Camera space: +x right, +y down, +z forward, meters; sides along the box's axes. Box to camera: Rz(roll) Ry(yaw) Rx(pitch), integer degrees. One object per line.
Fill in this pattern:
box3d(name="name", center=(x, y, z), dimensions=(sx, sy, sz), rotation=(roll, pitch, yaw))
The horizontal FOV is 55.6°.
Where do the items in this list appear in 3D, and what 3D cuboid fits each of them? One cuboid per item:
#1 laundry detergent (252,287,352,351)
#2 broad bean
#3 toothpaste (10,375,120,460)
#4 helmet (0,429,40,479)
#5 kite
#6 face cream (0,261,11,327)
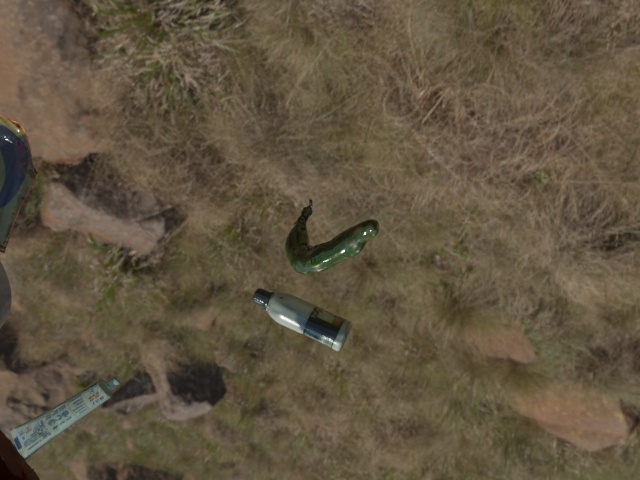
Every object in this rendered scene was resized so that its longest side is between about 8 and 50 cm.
box3d(name="laundry detergent", center=(-0.044, 0.166, 1.333), dimensions=(0.226, 0.099, 0.070), rotation=(24, 106, 8))
box3d(name="broad bean", center=(0.000, 0.000, 1.123), dimensions=(0.049, 0.144, 0.292), rotation=(33, 175, -26))
box3d(name="toothpaste", center=(-0.555, 0.379, 1.331), dimensions=(0.069, 0.268, 0.047), rotation=(57, 177, -9))
box3d(name="helmet", center=(-0.693, 0.422, 1.025), dimensions=(0.385, 0.230, 0.337), rotation=(41, 169, -5))
box3d(name="kite", center=(-0.768, -0.143, 1.285), dimensions=(0.328, 0.013, 0.377), rotation=(-17, 98, -4))
box3d(name="face cream", center=(-0.837, 0.146, 1.243), dimensions=(0.220, 0.357, 0.312), rotation=(8, 107, 21))
